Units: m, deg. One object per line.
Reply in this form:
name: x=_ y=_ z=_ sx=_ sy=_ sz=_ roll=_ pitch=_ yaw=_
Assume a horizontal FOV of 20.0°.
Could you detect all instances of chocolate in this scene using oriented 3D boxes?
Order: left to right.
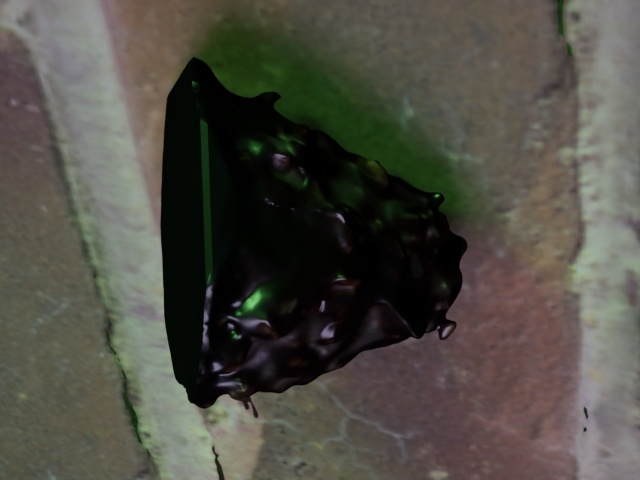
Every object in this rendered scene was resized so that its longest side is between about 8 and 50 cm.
chocolate: x=0.000 y=0.000 z=0.817 sx=0.133 sy=0.156 sz=0.156 roll=0 pitch=142 yaw=-15
